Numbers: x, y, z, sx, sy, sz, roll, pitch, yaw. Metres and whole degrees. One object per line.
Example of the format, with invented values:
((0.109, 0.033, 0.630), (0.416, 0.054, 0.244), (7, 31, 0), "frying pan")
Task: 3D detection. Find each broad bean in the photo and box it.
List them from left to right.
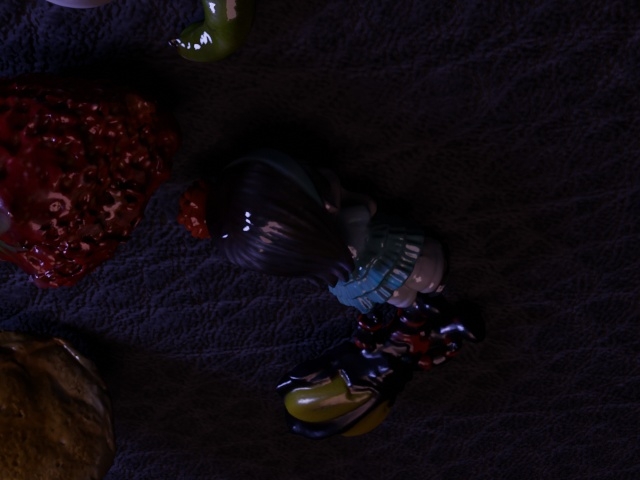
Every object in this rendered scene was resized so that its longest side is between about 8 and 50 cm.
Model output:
((-0.081, -0.214, 1.192), (0.070, 0.048, 0.214), (8, 142, -4), "broad bean")

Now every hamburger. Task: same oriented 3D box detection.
((-0.336, 0.215, 1.596), (0.244, 0.244, 0.163), (17, 159, -12), "hamburger")

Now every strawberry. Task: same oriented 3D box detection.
((-0.216, -0.065, 1.304), (0.201, 0.187, 0.184), (-28, 177, 1), "strawberry")

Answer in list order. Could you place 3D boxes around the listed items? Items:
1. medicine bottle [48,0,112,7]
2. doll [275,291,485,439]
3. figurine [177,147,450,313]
((-0.160, -0.267, 1.097), (0.107, 0.107, 0.191), (18, 138, -14), "medicine bottle")
((0.048, 0.133, 1.545), (0.248, 0.088, 0.127), (-34, 107, 28), "doll")
((0.000, 0.000, 1.387), (0.245, 0.110, 0.138), (26, 139, -32), "figurine")
